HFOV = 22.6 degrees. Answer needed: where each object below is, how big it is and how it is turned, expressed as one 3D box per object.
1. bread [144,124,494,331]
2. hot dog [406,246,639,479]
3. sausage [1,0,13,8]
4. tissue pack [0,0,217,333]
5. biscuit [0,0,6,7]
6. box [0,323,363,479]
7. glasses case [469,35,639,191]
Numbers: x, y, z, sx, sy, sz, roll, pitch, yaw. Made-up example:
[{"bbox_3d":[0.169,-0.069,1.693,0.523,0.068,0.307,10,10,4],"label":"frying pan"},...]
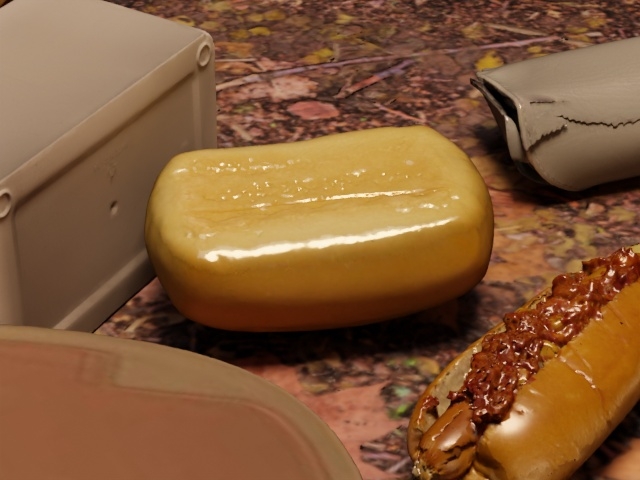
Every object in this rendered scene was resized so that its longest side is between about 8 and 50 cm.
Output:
[{"bbox_3d":[0.000,0.000,1.006,0.217,0.098,0.147,-6,34,-4],"label":"bread"},{"bbox_3d":[0.133,0.071,0.908,0.102,0.076,0.249,15,35,36],"label":"hot dog"},{"bbox_3d":[-0.262,-0.144,1.235,0.112,0.112,0.328,-3,32,-3],"label":"sausage"},{"bbox_3d":[-0.184,-0.037,1.016,0.136,0.159,0.246,17,36,24],"label":"tissue pack"},{"bbox_3d":[-0.293,-0.193,1.181,0.269,0.051,0.376,-23,33,17],"label":"biscuit"},{"bbox_3d":[-0.123,0.193,0.589,0.300,0.216,0.301,0,34,0],"label":"box"},{"bbox_3d":[0.260,-0.105,1.183,0.308,0.083,0.128,-10,28,-14],"label":"glasses case"}]
